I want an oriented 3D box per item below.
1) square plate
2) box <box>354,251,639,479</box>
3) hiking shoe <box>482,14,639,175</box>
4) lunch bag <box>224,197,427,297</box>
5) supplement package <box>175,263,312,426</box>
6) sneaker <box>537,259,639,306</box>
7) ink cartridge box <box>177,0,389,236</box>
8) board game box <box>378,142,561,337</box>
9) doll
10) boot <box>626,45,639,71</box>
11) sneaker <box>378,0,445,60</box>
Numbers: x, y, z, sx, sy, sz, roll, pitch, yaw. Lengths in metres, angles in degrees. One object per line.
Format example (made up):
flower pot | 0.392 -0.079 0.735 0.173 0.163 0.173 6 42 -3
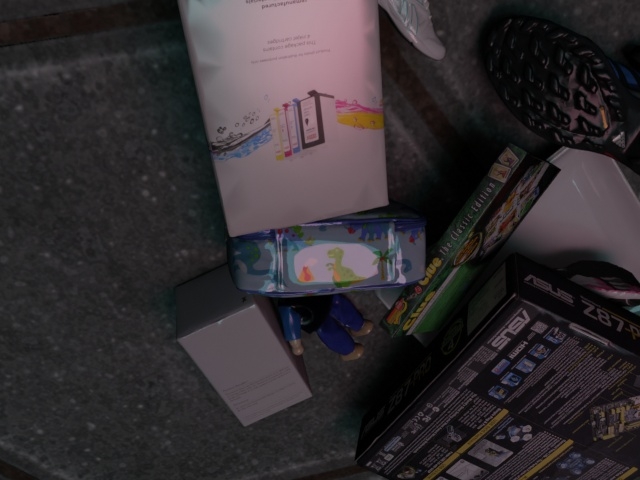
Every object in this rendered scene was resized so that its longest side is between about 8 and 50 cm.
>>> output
square plate | 0.305 0.073 0.957 0.344 0.049 0.347 -38 113 11
box | 0.275 0.234 0.928 0.318 0.097 0.395 27 127 -6
hiking shoe | 0.317 -0.160 0.803 0.304 0.132 0.113 32 117 -4
lunch bag | 0.000 0.000 0.792 0.218 0.176 0.090 -4 101 -9
supplement package | -0.098 0.131 0.891 0.105 0.105 0.179 -24 125 4
sneaker | 0.326 0.074 0.903 0.178 0.072 0.077 3 122 5
ink cartridge box | -0.037 -0.154 0.683 0.168 0.171 0.233 -11 124 -6
board game box | 0.179 0.007 0.828 0.136 0.030 0.260 3 125 -58
doll | -0.008 0.091 0.898 0.189 0.046 0.129 42 62 -35
boot | 0.434 -0.228 0.825 0.121 0.045 0.099 24 115 -31
sneaker | 0.092 -0.251 0.724 0.061 0.054 0.152 -42 121 11
